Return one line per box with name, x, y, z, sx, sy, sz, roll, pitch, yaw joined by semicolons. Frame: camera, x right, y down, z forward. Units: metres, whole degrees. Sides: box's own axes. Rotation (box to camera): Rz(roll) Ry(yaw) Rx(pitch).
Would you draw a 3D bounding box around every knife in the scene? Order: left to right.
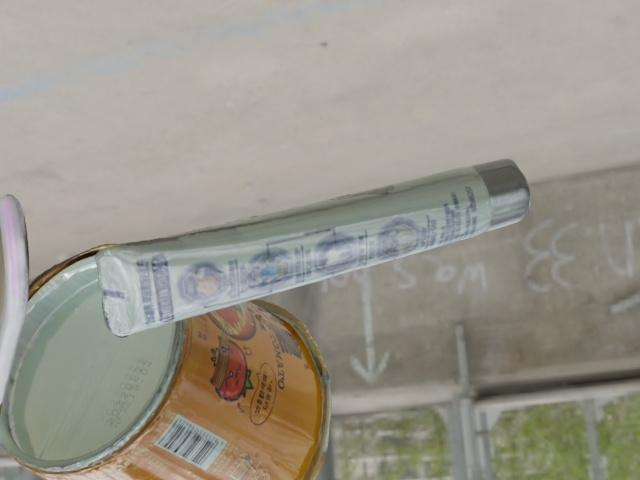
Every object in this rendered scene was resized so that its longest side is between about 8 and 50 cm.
knife;-0.160;0.054;0.536;0.022;0.046;0.256;-7;153;-24

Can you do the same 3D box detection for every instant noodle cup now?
instant noodle cup;-0.122;0.110;0.816;0.216;0.215;0.172;-11;149;25

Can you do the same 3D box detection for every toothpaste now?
toothpaste;0.000;0.000;0.606;0.239;0.039;0.062;-15;133;-16
